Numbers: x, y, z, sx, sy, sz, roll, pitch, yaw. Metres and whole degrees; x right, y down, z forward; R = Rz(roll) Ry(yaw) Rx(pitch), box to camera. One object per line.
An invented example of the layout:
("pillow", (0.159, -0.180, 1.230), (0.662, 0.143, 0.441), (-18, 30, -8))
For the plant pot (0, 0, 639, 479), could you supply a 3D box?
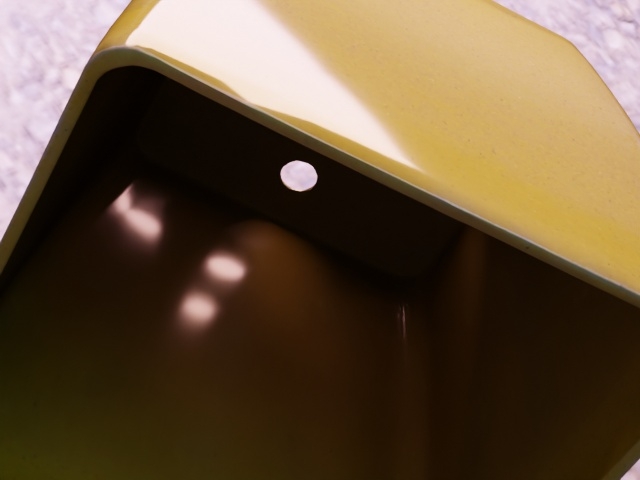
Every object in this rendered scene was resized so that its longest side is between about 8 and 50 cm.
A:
("plant pot", (0.000, 0.000, 0.647), (0.212, 0.212, 0.187), (26, 38, -10))
